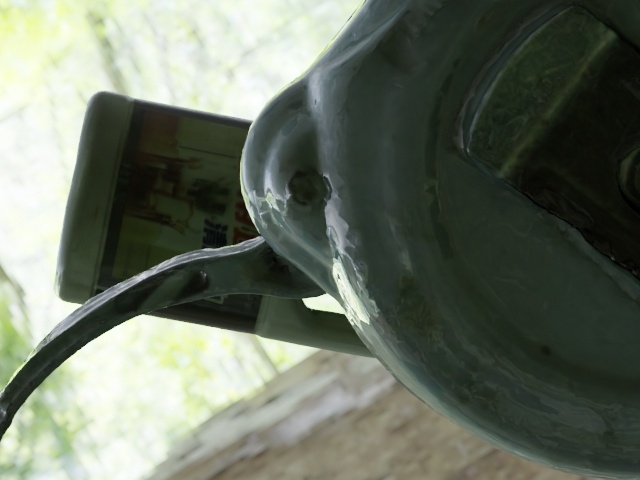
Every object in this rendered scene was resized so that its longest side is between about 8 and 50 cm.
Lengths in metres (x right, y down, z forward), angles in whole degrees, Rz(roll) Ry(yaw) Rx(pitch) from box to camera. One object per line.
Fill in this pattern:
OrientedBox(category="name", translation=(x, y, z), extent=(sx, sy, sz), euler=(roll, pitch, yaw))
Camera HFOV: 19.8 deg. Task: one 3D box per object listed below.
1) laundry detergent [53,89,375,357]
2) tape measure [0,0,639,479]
OrientedBox(category="laundry detergent", translation=(0.000, 0.000, 0.812), extent=(0.070, 0.226, 0.099), euler=(114, -15, -59))
OrientedBox(category="tape measure", translation=(0.018, 0.041, 0.411), extent=(0.330, 0.164, 0.084), euler=(-56, 176, 10))
